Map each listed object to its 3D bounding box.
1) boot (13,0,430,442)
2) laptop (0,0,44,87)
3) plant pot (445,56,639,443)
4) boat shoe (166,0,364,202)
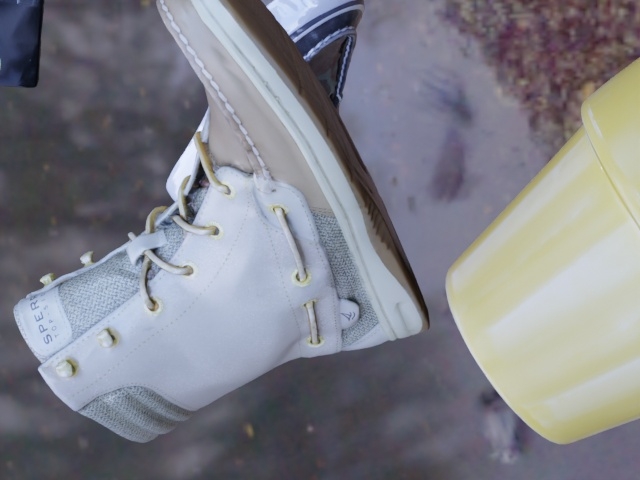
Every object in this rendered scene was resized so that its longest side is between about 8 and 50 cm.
[{"bbox_3d":[-0.060,-0.003,0.532,0.077,0.165,0.213,-107,-10,-46],"label":"boot"},{"bbox_3d":[-0.332,-0.235,0.879,0.136,0.264,0.234,-106,22,-83],"label":"laptop"},{"bbox_3d":[0.235,0.023,0.929,0.239,0.254,0.254,-38,63,21],"label":"plant pot"},{"bbox_3d":[-0.029,-0.077,0.932,0.102,0.108,0.301,55,143,13],"label":"boat shoe"}]
